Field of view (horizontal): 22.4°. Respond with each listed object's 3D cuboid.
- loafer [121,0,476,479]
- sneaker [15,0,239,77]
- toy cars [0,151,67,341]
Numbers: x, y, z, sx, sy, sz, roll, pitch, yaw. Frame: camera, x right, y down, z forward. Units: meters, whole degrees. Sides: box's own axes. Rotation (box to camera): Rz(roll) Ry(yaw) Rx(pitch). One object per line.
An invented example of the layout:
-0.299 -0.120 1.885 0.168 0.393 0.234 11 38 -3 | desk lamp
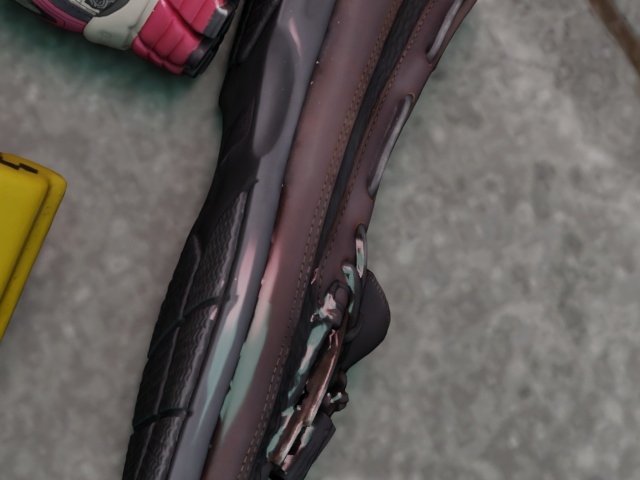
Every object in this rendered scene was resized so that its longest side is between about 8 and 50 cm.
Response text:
0.000 0.000 0.614 0.095 0.109 0.302 18 72 -14 | loafer
-0.044 -0.220 0.637 0.112 0.121 0.299 21 75 -7 | sneaker
-0.228 -0.106 0.507 0.176 0.087 0.394 -26 104 -1 | toy cars
